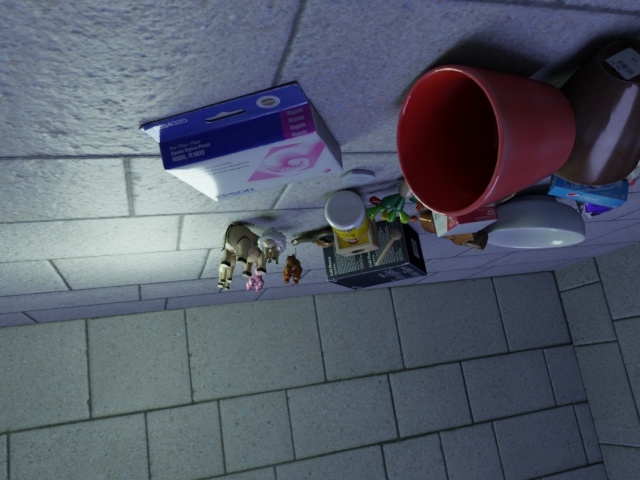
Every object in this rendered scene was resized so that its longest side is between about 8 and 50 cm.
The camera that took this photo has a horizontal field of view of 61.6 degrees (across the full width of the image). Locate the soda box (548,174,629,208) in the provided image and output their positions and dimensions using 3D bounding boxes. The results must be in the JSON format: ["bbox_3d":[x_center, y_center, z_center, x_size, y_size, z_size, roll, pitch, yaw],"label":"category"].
[{"bbox_3d":[0.814,-0.160,1.636,0.210,0.067,0.071,13,167,8],"label":"soda box"}]

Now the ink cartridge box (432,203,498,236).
[{"bbox_3d":[0.385,-0.115,1.482,0.127,0.176,0.128,-8,167,-15],"label":"ink cartridge box"}]

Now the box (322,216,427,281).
[{"bbox_3d":[0.212,0.061,2.066,0.312,0.179,0.343,-15,165,18],"label":"box"}]

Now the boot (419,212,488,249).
[{"bbox_3d":[0.441,-0.071,1.814,0.220,0.109,0.283,20,169,30],"label":"boot"}]

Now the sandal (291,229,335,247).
[{"bbox_3d":[0.000,0.000,1.902,0.219,0.060,0.090,-13,180,17],"label":"sandal"}]

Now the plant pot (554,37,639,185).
[{"bbox_3d":[0.543,-0.256,1.021,0.215,0.215,0.230,-9,152,1],"label":"plant pot"}]

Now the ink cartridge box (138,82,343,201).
[{"bbox_3d":[-0.145,-0.183,1.116,0.324,0.071,0.330,-12,167,14],"label":"ink cartridge box"}]

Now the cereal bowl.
[{"bbox_3d":[0.744,-0.070,1.887,0.339,0.141,0.339,4,168,1],"label":"cereal bowl"}]

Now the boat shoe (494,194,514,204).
[{"bbox_3d":[0.498,-0.159,1.512,0.096,0.117,0.324,0,158,-20],"label":"boat shoe"}]

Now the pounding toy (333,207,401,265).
[{"bbox_3d":[0.154,-0.009,1.744,0.206,0.181,0.094,-14,165,20],"label":"pounding toy"}]

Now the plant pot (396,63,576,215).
[{"bbox_3d":[0.319,-0.196,1.011,0.243,0.275,0.275,-13,169,-28],"label":"plant pot"}]

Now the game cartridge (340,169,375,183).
[{"bbox_3d":[0.102,-0.170,1.422,0.083,0.017,0.056,2,166,-37],"label":"game cartridge"}]

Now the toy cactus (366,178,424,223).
[{"bbox_3d":[0.232,-0.126,1.542,0.219,0.112,0.180,-4,144,-25],"label":"toy cactus"}]

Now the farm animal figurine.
[{"bbox_3d":[-0.229,0.039,1.780,0.330,0.172,0.327,-5,155,16],"label":"farm animal figurine"}]

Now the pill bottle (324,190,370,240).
[{"bbox_3d":[0.085,-0.066,1.610,0.117,0.117,0.215,-11,166,9],"label":"pill bottle"}]

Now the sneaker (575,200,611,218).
[{"bbox_3d":[0.972,-0.154,1.870,0.146,0.102,0.293,-23,165,30],"label":"sneaker"}]

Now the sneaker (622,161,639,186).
[{"bbox_3d":[0.908,-0.212,1.603,0.092,0.088,0.225,-3,163,8],"label":"sneaker"}]
